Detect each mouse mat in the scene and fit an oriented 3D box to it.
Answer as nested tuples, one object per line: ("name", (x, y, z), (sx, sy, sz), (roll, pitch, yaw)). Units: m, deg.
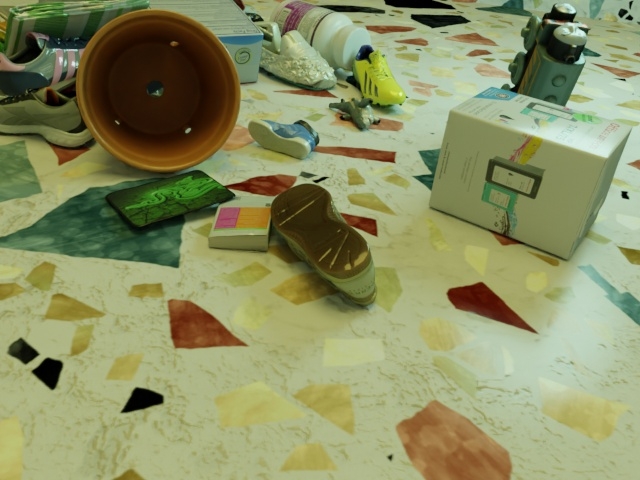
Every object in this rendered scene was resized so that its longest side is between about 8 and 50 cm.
("mouse mat", (-0.263, -0.078, 1.059), (0.190, 0.007, 0.153), (-20, 35, -31))

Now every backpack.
("backpack", (-0.277, -0.718, 1.994), (0.152, 0.115, 0.182), (-17, 36, -29))

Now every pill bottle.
("pill bottle", (-0.002, -0.608, 1.813), (0.302, 0.169, 0.169), (31, 40, 33))

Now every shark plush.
("shark plush", (0.073, -0.320, 1.484), (0.067, 0.073, 0.161), (-44, 57, -15))

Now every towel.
("towel", (-0.599, -0.525, 1.483), (0.325, 0.038, 0.248), (-23, 4, -32))

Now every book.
("book", (-0.129, -0.034, 1.013), (0.096, 0.035, 0.144), (3, 32, 0))

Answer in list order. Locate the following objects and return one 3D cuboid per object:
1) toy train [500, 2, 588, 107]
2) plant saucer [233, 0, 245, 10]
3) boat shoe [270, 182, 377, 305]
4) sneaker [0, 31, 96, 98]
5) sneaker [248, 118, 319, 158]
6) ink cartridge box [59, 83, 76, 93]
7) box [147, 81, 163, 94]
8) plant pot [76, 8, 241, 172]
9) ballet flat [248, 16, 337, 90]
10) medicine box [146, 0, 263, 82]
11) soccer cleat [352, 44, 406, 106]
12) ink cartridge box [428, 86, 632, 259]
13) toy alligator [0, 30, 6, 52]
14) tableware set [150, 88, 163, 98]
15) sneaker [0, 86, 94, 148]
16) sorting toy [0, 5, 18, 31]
("toy train", (0.502, -0.354, 1.369), (0.142, 0.333, 0.190), (7, 47, -3))
("plant saucer", (-0.378, -0.701, 1.737), (0.259, 0.259, 0.047), (-30, 64, 3))
("boat shoe", (0.000, 0.000, 0.946), (0.105, 0.089, 0.285), (-28, 36, -4))
("sneaker", (-0.616, -0.441, 1.425), (0.112, 0.131, 0.319), (18, 48, 26))
("sneaker", (-0.075, -0.231, 1.305), (0.152, 0.058, 0.084), (23, 41, 17))
("ink cartridge box", (-0.648, -0.434, 1.537), (0.189, 0.066, 0.232), (28, 34, 30))
("box", (-0.440, -0.395, 1.432), (0.158, 0.093, 0.156), (-3, 27, 24))
("plant pot", (-0.320, -0.294, 1.187), (0.291, 0.290, 0.203), (-6, 18, -18))
("ballet flat", (-0.122, -0.547, 1.734), (0.409, 0.146, 0.147), (30, 39, 32))
("medicine box", (-0.337, -0.552, 1.647), (0.264, 0.149, 0.289), (-13, 48, -28))
("soccer cleat", (0.152, -0.446, 1.627), (0.094, 0.121, 0.289), (-3, 34, -16))
("ink cartridge box", (0.375, -0.132, 1.097), (0.270, 0.197, 0.198), (25, 37, 26))
("toy alligator", (-0.867, -0.556, 1.701), (0.051, 0.056, 0.189), (51, 26, -12))
("tableware set", (-0.338, -0.369, 1.498), (0.194, 0.039, 0.128), (-16, 39, -31))
("sneaker", (-0.588, -0.270, 1.238), (0.272, 0.107, 0.100), (12, 34, 11))
("sorting toy", (-0.817, -0.598, 1.719), (0.196, 0.047, 0.347), (34, 20, -6))
